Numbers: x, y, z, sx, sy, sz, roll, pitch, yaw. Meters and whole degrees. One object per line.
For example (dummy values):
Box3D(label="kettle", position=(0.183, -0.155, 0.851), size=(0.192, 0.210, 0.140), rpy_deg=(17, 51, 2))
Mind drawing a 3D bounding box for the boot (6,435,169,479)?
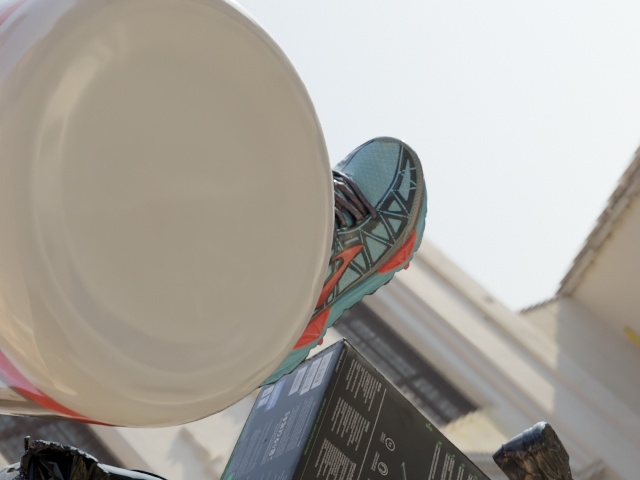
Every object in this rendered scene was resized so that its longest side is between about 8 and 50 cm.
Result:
Box3D(label="boot", position=(-0.164, 0.178, 0.875), size=(0.099, 0.121, 0.045), rpy_deg=(107, 176, -69))

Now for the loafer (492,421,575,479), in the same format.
Box3D(label="loafer", position=(0.229, 0.259, 1.152), size=(0.061, 0.170, 0.062), rpy_deg=(-27, 2, 22))

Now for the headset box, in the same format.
Box3D(label="headset box", position=(0.046, 0.287, 1.165), size=(0.131, 0.283, 0.246), rpy_deg=(-34, 20, 35))

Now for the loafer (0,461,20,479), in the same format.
Box3D(label="loafer", position=(-0.259, 0.361, 1.273), size=(0.111, 0.112, 0.319), rpy_deg=(-9, -52, 1))

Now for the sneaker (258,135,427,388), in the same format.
Box3D(label="sneaker", position=(0.000, 0.000, 0.950), size=(0.262, 0.104, 0.125), rpy_deg=(-50, -26, -24))

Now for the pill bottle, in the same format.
Box3D(label="pill bottle", position=(-0.187, -0.013, 0.648), size=(0.210, 0.363, 0.210), rpy_deg=(3, -94, -46))
